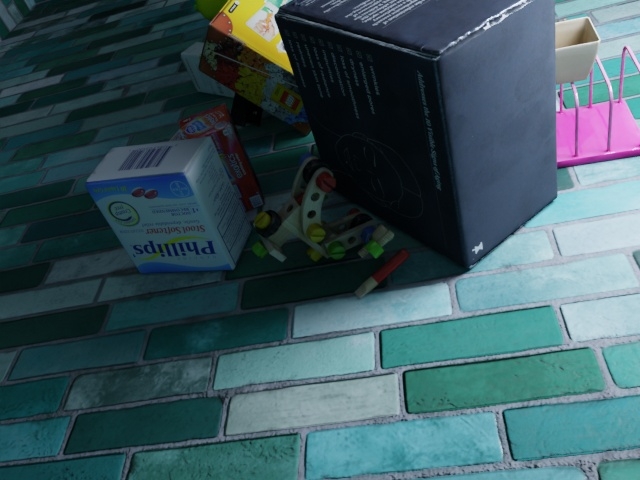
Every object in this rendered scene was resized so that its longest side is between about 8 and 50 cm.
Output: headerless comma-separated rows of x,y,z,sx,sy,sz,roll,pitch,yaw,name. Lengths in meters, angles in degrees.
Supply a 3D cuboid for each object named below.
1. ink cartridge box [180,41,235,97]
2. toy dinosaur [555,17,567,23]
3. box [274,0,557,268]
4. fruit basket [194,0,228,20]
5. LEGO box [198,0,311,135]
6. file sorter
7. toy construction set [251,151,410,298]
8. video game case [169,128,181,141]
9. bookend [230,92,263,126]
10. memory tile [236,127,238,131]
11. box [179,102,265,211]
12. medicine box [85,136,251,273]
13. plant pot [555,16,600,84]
-0.358,-0.587,2.093,0.212,0.154,0.093,17,53,36,ink cartridge box
0.635,-0.663,1.854,0.212,0.064,0.112,26,40,30,toy dinosaur
0.205,-0.278,1.270,0.297,0.479,0.472,-35,43,-17,box
-0.256,-0.890,2.222,0.392,0.392,0.283,3,46,25,fruit basket
-0.066,-0.620,1.792,0.373,0.193,0.500,31,60,-6,LEGO box
0.560,-0.300,1.377,0.291,0.182,0.202,-8,42,14,file sorter
0.000,0.000,1.298,0.237,0.257,0.309,-43,66,1,toy construction set
-0.417,-0.335,1.950,0.122,0.011,0.087,4,46,26,video game case
-0.189,-0.419,1.887,0.072,0.156,0.157,20,99,38,bookend
-0.311,-0.297,1.864,0.113,0.012,0.148,-10,41,12,memory tile
-0.246,-0.195,1.535,0.128,0.256,0.122,-21,42,0,box
-0.341,-0.074,1.417,0.264,0.289,0.149,-3,41,19,medicine box
0.516,-0.390,1.279,0.109,0.096,0.109,-8,44,14,plant pot
